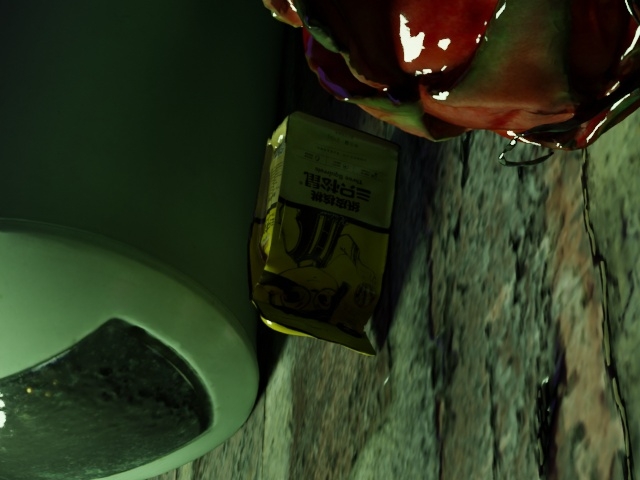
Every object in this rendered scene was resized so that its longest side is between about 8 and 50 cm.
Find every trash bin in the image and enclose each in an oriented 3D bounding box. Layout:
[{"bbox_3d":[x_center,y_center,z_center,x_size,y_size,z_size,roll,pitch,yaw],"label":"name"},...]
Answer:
[{"bbox_3d":[-0.163,-0.043,1.206,0.280,0.280,0.432,124,159,-50],"label":"trash bin"}]

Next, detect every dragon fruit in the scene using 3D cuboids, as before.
[{"bbox_3d":[0.064,-0.128,0.630,0.192,0.193,0.274,-55,16,4],"label":"dragon fruit"}]

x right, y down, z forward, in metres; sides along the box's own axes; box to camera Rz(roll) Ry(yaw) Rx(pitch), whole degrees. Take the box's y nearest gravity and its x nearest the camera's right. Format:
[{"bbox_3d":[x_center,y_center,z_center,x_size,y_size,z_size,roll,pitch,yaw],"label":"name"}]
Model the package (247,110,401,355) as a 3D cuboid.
[{"bbox_3d":[0.000,0.000,0.958,0.047,0.071,0.131,-36,43,58],"label":"package"}]
